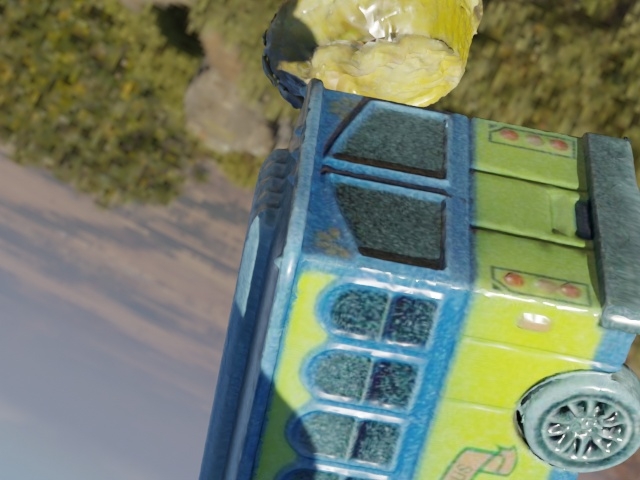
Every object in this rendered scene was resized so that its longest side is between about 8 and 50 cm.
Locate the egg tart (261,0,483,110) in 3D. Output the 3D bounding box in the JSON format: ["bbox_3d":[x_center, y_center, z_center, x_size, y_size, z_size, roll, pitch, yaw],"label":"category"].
[{"bbox_3d":[0.061,-0.182,1.478,0.232,0.098,0.252,-9,152,-23],"label":"egg tart"}]

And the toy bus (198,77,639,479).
[{"bbox_3d":[0.041,0.093,0.785,0.190,0.152,0.312,10,127,-3],"label":"toy bus"}]
